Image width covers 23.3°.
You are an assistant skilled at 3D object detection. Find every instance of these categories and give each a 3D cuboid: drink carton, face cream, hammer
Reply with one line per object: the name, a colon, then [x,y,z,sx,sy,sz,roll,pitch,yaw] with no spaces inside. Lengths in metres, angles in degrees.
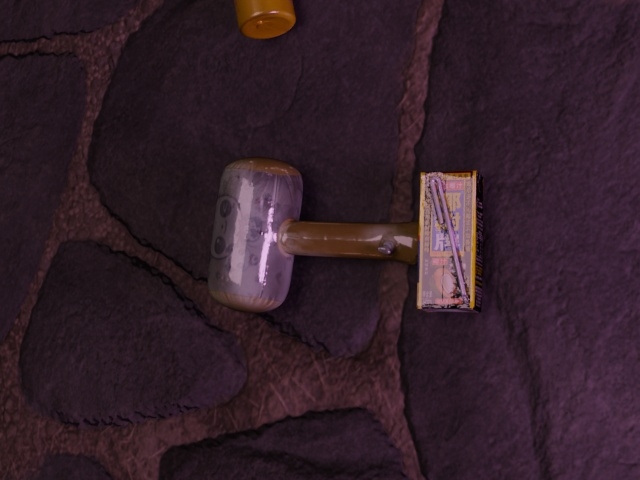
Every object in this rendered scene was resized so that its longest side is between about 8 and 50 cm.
drink carton: [0.154,0.001,1.836,0.071,0.056,0.165,-1,82,16]
face cream: [-0.094,-0.409,2.091,0.078,0.078,0.273,-23,69,33]
hammer: [0.000,0.000,1.949,0.305,0.113,0.202,5,89,30]
